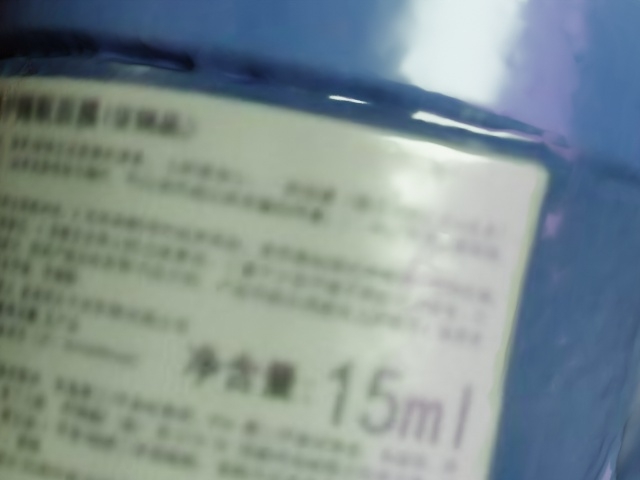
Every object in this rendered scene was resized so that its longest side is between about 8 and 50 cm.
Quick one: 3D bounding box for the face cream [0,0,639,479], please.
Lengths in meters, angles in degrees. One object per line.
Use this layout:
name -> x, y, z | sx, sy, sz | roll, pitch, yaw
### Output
face cream -> 0.000, 0.000, 0.558 | 0.249, 0.249, 0.225 | 19, 85, -44
